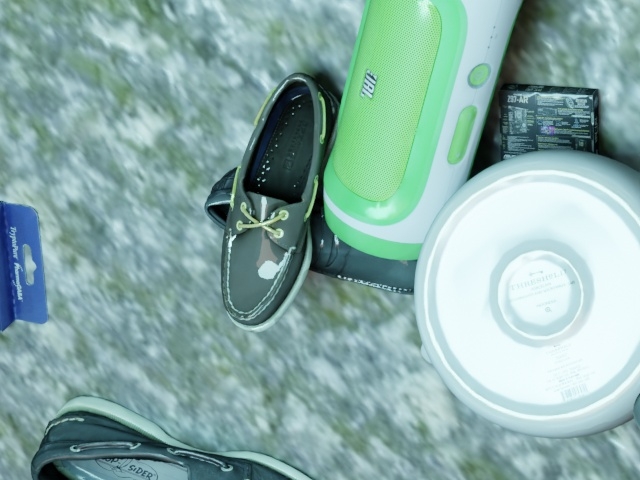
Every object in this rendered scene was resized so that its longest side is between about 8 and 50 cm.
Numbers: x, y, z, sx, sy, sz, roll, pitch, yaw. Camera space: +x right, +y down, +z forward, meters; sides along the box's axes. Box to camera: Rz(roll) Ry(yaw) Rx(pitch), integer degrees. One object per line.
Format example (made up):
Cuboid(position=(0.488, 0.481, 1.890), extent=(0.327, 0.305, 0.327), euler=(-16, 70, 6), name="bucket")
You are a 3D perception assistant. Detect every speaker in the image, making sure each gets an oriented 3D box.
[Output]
Cuboid(position=(0.086, -0.135, 1.515), extent=(0.131, 0.131, 0.296), euler=(22, 122, 13), name="speaker")

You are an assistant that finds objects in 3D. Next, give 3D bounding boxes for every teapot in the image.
Cuboid(position=(0.215, 0.042, 1.515), extent=(0.256, 0.187, 0.252), euler=(27, 100, 24), name="teapot")

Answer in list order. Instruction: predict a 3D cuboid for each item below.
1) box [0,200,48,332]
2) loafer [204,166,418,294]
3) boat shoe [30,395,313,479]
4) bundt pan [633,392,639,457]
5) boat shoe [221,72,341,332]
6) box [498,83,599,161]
Cuboid(position=(-0.388, 0.017, 1.851), extent=(0.225, 0.036, 0.136), euler=(8, 117, 19), name="box")
Cuboid(position=(0.000, 0.000, 1.647), extent=(0.223, 0.078, 0.076), euler=(22, 121, 13), name="loafer")
Cuboid(position=(-0.134, 0.262, 1.811), extent=(0.340, 0.113, 0.127), euler=(25, 121, 11), name="boat shoe")
Cuboid(position=(0.371, 0.106, 1.403), extent=(0.124, 0.331, 0.330), euler=(35, 131, 48), name="bundt pan")
Cuboid(position=(-0.043, -0.035, 1.584), extent=(0.081, 0.069, 0.227), euler=(12, 81, 18), name="boat shoe")
Cuboid(position=(0.194, -0.098, 1.551), extent=(0.083, 0.018, 0.067), euler=(5, 115, 22), name="box")
